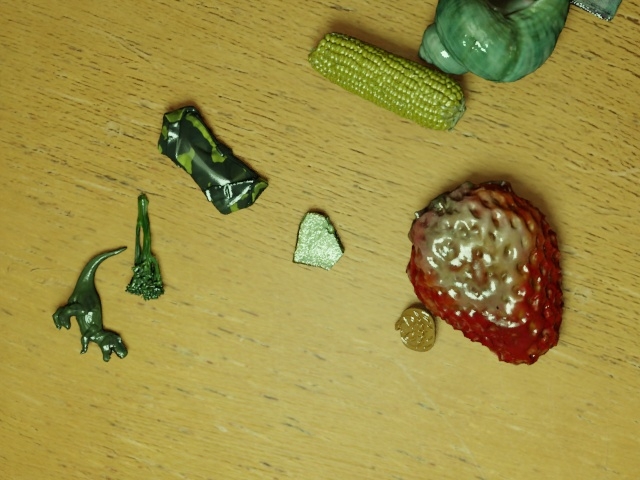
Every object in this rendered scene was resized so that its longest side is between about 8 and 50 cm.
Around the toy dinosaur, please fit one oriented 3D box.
[{"bbox_3d":[-0.413,0.129,1.476,0.179,0.087,0.187,-37,106,-28],"label":"toy dinosaur"}]

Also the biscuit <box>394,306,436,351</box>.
[{"bbox_3d":[0.169,0.160,1.382,0.078,0.015,0.091,6,118,27],"label":"biscuit"}]

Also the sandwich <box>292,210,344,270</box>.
[{"bbox_3d":[0.000,0.000,1.404,0.093,0.036,0.105,8,93,8],"label":"sandwich"}]

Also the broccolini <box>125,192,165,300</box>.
[{"bbox_3d":[-0.335,0.013,1.438,0.073,0.058,0.201,-7,93,1],"label":"broccolini"}]

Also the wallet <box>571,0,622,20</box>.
[{"bbox_3d":[0.488,-0.471,1.317,0.111,0.030,0.166,29,98,0],"label":"wallet"}]

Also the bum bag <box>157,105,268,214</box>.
[{"bbox_3d":[-0.207,-0.147,1.410,0.232,0.060,0.107,44,89,1],"label":"bum bag"}]

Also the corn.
[{"bbox_3d":[0.118,-0.282,1.345,0.293,0.106,0.106,28,96,7],"label":"corn"}]

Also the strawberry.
[{"bbox_3d":[0.296,0.063,1.314,0.265,0.149,0.336,-31,90,7],"label":"strawberry"}]

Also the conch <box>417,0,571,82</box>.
[{"bbox_3d":[0.285,-0.361,1.287,0.277,0.195,0.220,-23,60,30],"label":"conch"}]
